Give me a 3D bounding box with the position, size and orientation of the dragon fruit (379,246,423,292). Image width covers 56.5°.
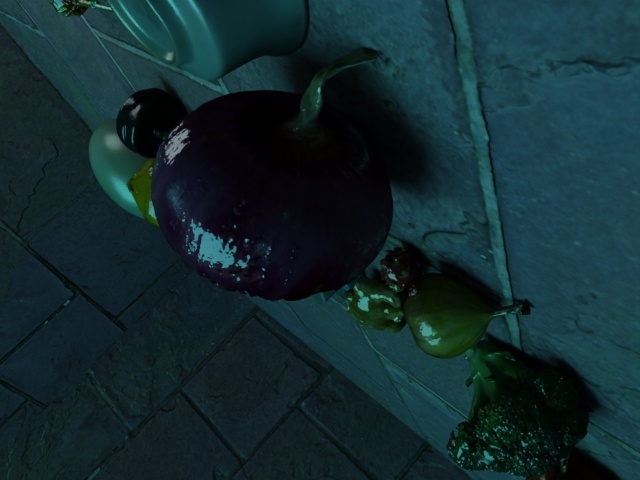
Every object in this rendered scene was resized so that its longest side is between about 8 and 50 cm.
[{"bbox_3d":[0.162,0.065,1.166,0.081,0.086,0.116,23,152,41],"label":"dragon fruit"}]

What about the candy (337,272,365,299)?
[{"bbox_3d":[0.065,0.091,1.539,0.097,0.062,0.194,33,162,35],"label":"candy"}]

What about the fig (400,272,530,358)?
[{"bbox_3d":[0.241,0.140,1.046,0.231,0.143,0.160,16,131,63],"label":"fig"}]

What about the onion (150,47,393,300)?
[{"bbox_3d":[-0.072,-0.096,0.882,0.358,0.359,0.344,28,135,47],"label":"onion"}]

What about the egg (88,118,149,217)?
[{"bbox_3d":[-0.567,-0.228,1.917,0.389,0.276,0.276,41,165,-2],"label":"egg"}]

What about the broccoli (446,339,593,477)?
[{"bbox_3d":[0.351,0.317,1.132,0.269,0.269,0.254,33,156,36],"label":"broccoli"}]

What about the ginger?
[{"bbox_3d":[0.139,0.164,1.465,0.157,0.102,0.216,10,148,17],"label":"ginger"}]

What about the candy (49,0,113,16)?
[{"bbox_3d":[-0.528,-0.545,1.383,0.288,0.084,0.078,26,153,32],"label":"candy"}]

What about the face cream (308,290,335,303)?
[{"bbox_3d":[-0.002,-0.003,1.214,0.201,0.187,0.201,41,164,14],"label":"face cream"}]

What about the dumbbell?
[{"bbox_3d":[-0.368,-0.251,1.523,0.388,0.185,0.185,36,163,26],"label":"dumbbell"}]

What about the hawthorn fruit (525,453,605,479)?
[{"bbox_3d":[0.549,0.572,1.325,0.211,0.211,0.298,24,143,52],"label":"hawthorn fruit"}]

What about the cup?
[{"bbox_3d":[-0.197,-0.359,0.826,0.347,0.163,0.347,41,166,13],"label":"cup"}]

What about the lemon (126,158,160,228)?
[{"bbox_3d":[-0.394,-0.140,1.708,0.311,0.253,0.253,11,175,-19],"label":"lemon"}]
